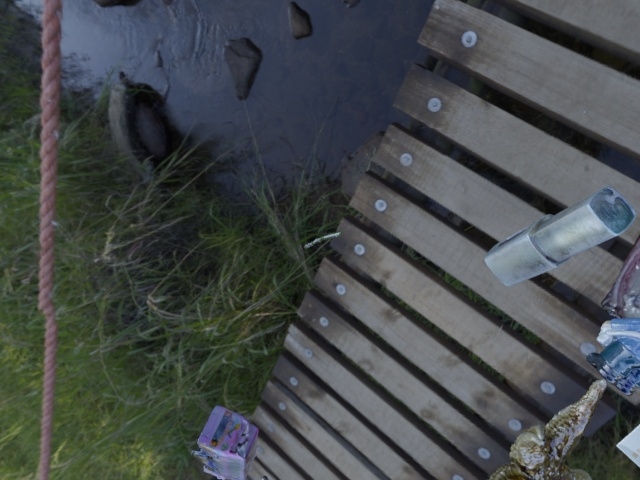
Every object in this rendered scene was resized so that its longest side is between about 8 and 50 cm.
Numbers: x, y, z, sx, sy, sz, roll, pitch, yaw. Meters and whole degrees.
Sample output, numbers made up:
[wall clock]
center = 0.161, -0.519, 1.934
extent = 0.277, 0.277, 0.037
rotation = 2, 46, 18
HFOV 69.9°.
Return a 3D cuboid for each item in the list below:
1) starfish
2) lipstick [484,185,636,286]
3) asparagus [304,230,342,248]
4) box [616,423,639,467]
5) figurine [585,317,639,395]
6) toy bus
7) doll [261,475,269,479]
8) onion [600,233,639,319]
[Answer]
[starfish]
center = 0.238, 0.252, 0.489
extent = 0.062, 0.277, 0.236
rotation = 37, 112, 50
[lipstick]
center = 0.370, 0.002, 0.733
extent = 0.077, 0.079, 0.253
rotation = 51, 160, 7
[asparagus]
center = 0.000, 0.000, 1.169
extent = 0.016, 0.016, 0.162
rotation = 44, 144, -19
[box]
center = 0.695, 0.435, 0.852
extent = 0.220, 0.032, 0.122
rotation = 48, 119, 37
[figurine]
center = 0.311, 0.080, 0.410
extent = 0.077, 0.079, 0.136
rotation = 36, 96, -5
[toy bus]
center = -0.198, 0.444, 0.974
extent = 0.112, 0.090, 0.274
rotation = 20, 143, 5
[doll]
center = -0.156, 0.526, 0.887
extent = 0.114, 0.151, 0.086
rotation = 11, 124, 61
[onion]
center = 0.607, 0.063, 0.708
extent = 0.146, 0.314, 0.280
rotation = 24, 110, 7
